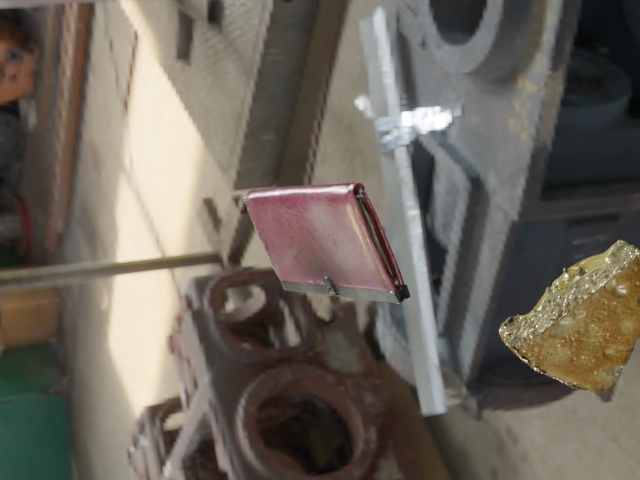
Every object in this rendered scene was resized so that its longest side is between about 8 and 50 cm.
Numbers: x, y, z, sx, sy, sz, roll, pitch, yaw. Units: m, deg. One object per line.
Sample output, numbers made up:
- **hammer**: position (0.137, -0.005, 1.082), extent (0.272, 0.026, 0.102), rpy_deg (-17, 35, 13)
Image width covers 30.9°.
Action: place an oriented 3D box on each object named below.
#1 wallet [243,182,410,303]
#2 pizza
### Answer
- **wallet**: position (0.000, 0.000, 1.146), extent (0.232, 0.025, 0.119), rpy_deg (1, 117, 62)
- **pizza**: position (0.324, 0.093, 1.392), extent (0.188, 0.204, 0.080), rpy_deg (-42, 43, 7)
